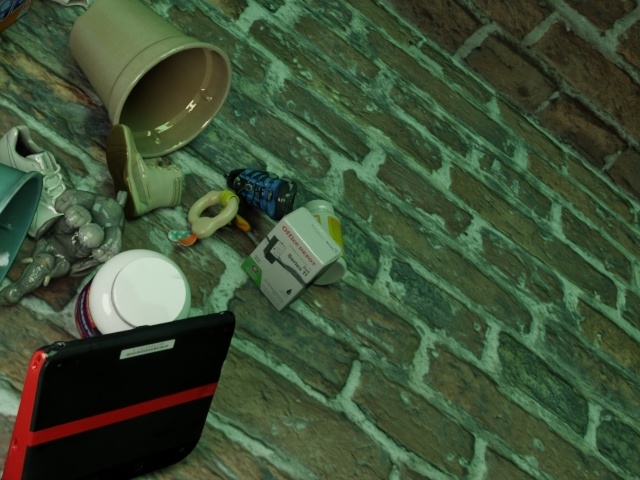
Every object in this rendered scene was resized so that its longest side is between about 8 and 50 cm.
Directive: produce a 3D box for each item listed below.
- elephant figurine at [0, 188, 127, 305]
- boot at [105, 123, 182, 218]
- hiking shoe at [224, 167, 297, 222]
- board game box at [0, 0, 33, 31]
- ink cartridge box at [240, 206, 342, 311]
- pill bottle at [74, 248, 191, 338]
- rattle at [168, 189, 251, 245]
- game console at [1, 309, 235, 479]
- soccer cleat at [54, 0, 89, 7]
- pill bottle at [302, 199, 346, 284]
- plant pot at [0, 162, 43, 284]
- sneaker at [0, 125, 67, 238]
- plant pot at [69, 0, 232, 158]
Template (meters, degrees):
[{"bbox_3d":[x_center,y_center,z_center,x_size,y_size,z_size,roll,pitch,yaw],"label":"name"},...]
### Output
[{"bbox_3d":[-0.502,0.013,1.666,0.186,0.239,0.169,18,41,-48],"label":"elephant figurine"},{"bbox_3d":[-0.403,-0.168,1.969,0.165,0.077,0.213,-18,101,-50],"label":"boot"},{"bbox_3d":[-0.149,-0.113,2.098,0.132,0.113,0.304,10,7,-20],"label":"hiking shoe"},{"bbox_3d":[-0.832,-0.674,1.886,0.356,0.356,0.356,35,38,-10],"label":"board game box"},{"bbox_3d":[-0.069,0.044,2.007,0.153,0.208,0.087,49,39,8],"label":"ink cartridge box"},{"bbox_3d":[-0.348,0.120,1.578,0.181,0.323,0.182,5,76,-21],"label":"pill bottle"},{"bbox_3d":[-0.264,-0.018,2.040,0.130,0.143,0.200,16,53,16],"label":"rattle"},{"bbox_3d":[-0.338,0.283,1.454,0.386,0.342,0.060,-8,35,-45],"label":"game console"},{"bbox_3d":[-0.693,-0.655,2.226,0.196,0.068,0.076,-6,62,-48],"label":"soccer cleat"},{"bbox_3d":[0.000,0.000,2.184,0.117,0.117,0.209,19,44,-28],"label":"pill bottle"},{"bbox_3d":[-0.709,-0.040,1.454,0.334,0.341,0.341,27,40,-9],"label":"plant pot"},{"bbox_3d":[-0.581,-0.108,1.765,0.297,0.129,0.111,49,36,5],"label":"sneaker"},{"bbox_3d":[-0.437,-0.424,2.069,0.333,0.334,0.305,-16,55,-48],"label":"plant pot"}]
